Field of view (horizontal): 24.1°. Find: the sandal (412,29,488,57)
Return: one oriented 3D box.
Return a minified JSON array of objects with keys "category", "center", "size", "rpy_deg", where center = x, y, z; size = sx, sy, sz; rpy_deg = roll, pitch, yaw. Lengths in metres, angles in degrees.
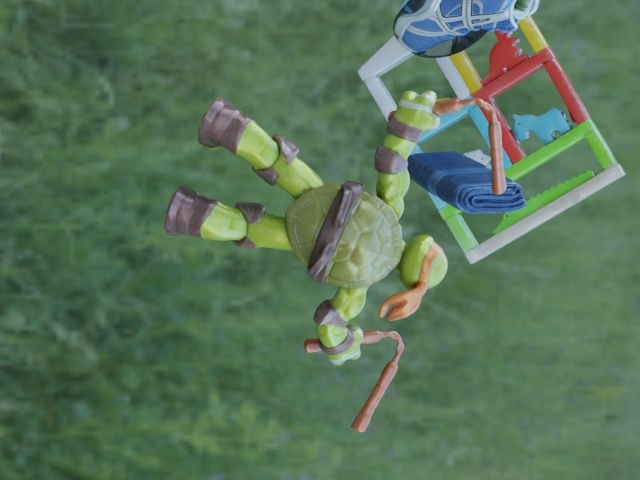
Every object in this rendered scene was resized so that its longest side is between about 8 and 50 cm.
[{"category":"sandal","center":[0.177,-0.310,1.496],"size":[0.120,0.303,0.086],"rpy_deg":[20,37,-40]}]

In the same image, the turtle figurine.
[{"category":"turtle figurine","center":[0.000,0.000,1.078],"size":[0.087,0.217,0.269],"rpy_deg":[-50,161,-69]}]

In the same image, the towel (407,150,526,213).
[{"category":"towel","center":[0.124,-0.049,1.317],"size":[0.119,0.067,0.029],"rpy_deg":[-141,-127,-59]}]

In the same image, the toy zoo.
[{"category":"toy zoo","center":[0.170,-0.147,1.614],"size":[0.293,0.192,0.030],"rpy_deg":[61,17,6]}]

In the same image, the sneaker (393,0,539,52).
[{"category":"sneaker","center":[0.134,-0.205,1.287],"size":[0.080,0.081,0.211],"rpy_deg":[-44,-175,-30]}]
